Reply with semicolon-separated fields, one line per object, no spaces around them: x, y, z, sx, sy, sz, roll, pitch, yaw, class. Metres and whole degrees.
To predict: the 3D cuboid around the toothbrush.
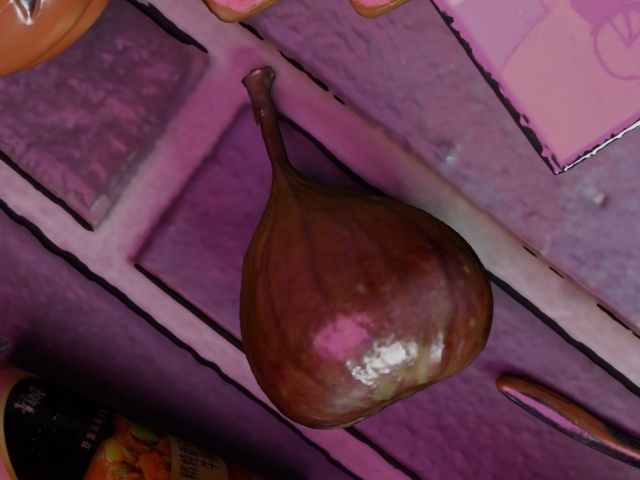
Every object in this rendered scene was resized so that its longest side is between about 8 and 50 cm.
0.260;0.164;0.925;0.321;0.023;0.031;29;108;3;toothbrush

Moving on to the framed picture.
0.148;-0.232;0.831;0.244;0.013;0.324;-34;98;20;framed picture

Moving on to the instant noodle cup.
-0.148;0.214;0.942;0.255;0.244;0.244;17;110;-2;instant noodle cup

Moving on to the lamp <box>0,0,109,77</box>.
-0.219;-0.182;0.839;0.164;0.187;0.187;-38;96;19;lamp

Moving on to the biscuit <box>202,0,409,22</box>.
0.047;-0.242;0.823;0.306;0.043;0.284;18;109;5;biscuit

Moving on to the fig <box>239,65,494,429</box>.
0.011;0.010;0.895;0.160;0.231;0.143;-37;140;21;fig
